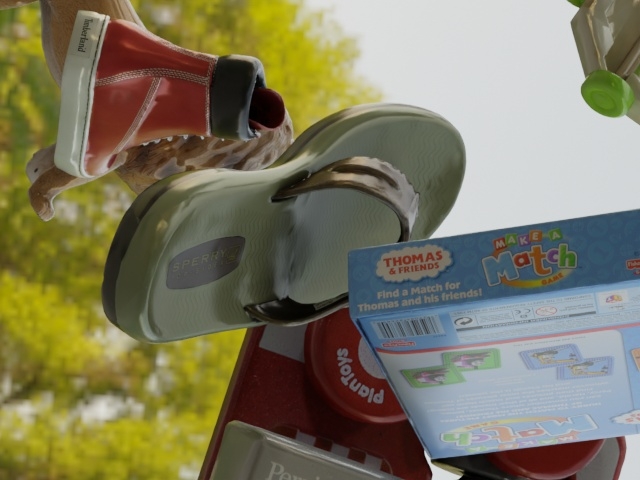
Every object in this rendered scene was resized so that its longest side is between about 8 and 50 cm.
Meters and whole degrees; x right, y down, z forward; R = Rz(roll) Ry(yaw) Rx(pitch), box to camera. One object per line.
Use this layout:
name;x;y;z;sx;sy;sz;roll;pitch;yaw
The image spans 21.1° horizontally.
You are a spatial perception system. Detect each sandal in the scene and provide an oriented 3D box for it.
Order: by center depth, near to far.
sandal;-0.001;0.002;0.995;0.086;0.303;0.120;18;-64;32

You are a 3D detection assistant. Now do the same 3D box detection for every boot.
boot;-0.124;-0.097;1.409;0.244;0.176;0.088;121;-19;-70

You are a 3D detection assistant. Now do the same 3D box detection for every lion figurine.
lion figurine;-0.207;-0.177;1.567;0.392;0.240;0.142;58;2;-17

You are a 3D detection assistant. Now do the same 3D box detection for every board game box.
board game box;0.112;0.050;0.823;0.211;0.160;0.039;63;21;-62

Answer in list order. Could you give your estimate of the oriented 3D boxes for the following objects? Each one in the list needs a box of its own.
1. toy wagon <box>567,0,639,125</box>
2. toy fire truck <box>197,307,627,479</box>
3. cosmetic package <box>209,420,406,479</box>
toy wagon;0.375;-0.226;1.819;0.267;0.344;0.068;-53;177;-25
toy fire truck;0.057;0.173;1.217;0.169;0.302;0.254;170;-59;-74
cosmetic package;-0.018;0.215;0.799;0.107;0.127;0.238;-175;-77;-79
